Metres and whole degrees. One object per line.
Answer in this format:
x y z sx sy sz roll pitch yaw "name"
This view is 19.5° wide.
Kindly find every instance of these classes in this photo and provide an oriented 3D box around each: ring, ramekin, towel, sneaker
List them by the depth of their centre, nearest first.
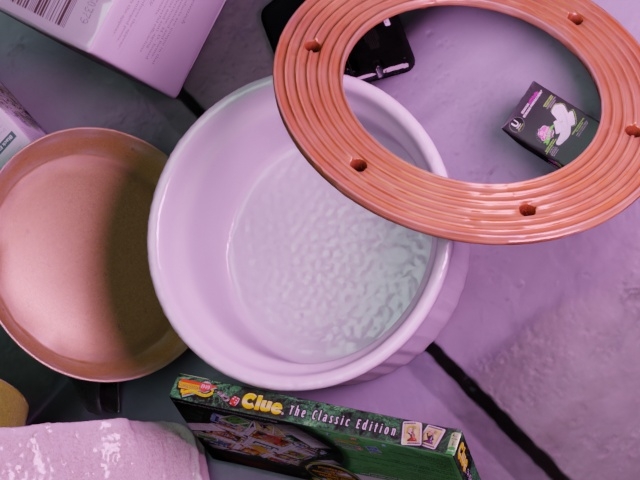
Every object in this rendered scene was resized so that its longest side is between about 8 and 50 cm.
0.126 -0.119 1.558 0.336 0.032 0.337 4 48 -5 "ring"
-0.204 0.251 1.606 0.049 0.282 0.187 -26 70 46 "towel"
0.000 0.000 1.640 0.277 0.135 0.277 -3 80 19 "ramekin"
-0.204 0.070 1.738 0.089 0.051 0.170 28 106 30 "sneaker"

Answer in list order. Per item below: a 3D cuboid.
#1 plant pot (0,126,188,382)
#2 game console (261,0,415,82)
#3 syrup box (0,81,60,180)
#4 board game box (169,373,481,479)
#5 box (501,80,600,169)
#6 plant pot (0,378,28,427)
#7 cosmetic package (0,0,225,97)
-0.205 0.014 1.694 0.032 0.236 0.236 -25 67 59 "plant pot"
0.016 -0.189 1.733 0.107 0.071 0.122 -17 74 -15 "game console"
-0.334 -0.102 1.797 0.096 0.093 0.237 -45 70 7 "syrup box"
0.008 0.177 1.607 0.259 0.136 0.030 10 61 20 "board game box"
0.210 -0.091 1.620 0.083 0.062 0.052 36 92 20 "box"
-0.417 0.277 1.650 0.366 0.366 0.353 5 71 20 "plant pot"
-0.196 -0.245 1.725 0.151 0.183 0.151 28 91 22 "cosmetic package"
